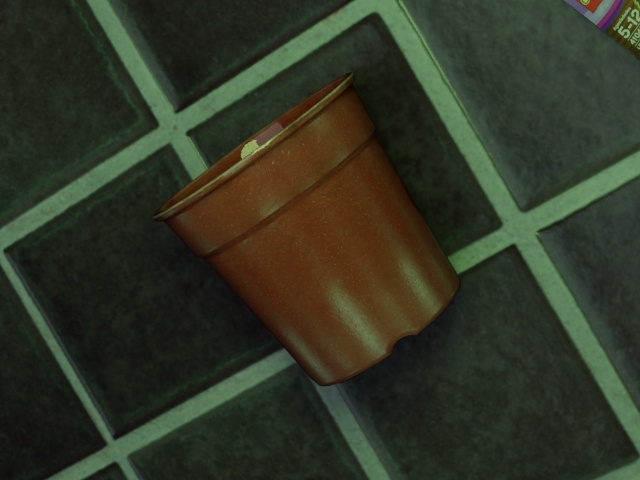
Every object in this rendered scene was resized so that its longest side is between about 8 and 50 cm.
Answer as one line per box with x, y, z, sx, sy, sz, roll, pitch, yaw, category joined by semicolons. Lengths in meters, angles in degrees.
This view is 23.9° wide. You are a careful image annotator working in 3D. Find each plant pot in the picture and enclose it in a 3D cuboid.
0.000;0.000;1.675;0.272;0.272;0.265;-32;98;23;plant pot

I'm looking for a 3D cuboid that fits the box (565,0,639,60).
0.406;-0.308;1.536;0.201;0.057;0.293;43;113;20;box
